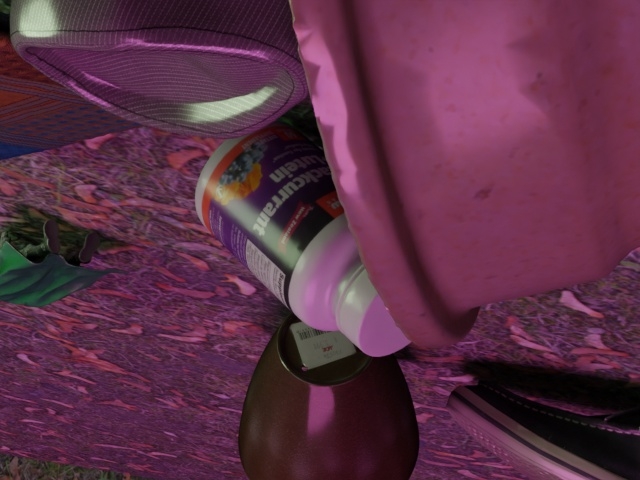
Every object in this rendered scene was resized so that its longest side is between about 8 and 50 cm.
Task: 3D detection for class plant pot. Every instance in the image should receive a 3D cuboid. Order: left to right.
[{"bbox_3d":[0.007,0.171,1.564,0.215,0.215,0.230,9,146,8],"label":"plant pot"},{"bbox_3d":[0.167,-0.145,0.417,0.306,0.333,0.334,-5,157,14],"label":"plant pot"}]

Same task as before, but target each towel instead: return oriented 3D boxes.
[{"bbox_3d":[-0.270,-0.109,1.049,0.370,0.040,0.271,-8,170,42],"label":"towel"}]

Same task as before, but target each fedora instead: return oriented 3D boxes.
[{"bbox_3d":[-0.074,-0.139,0.806,0.276,0.124,0.244,3,160,24],"label":"fedora"}]

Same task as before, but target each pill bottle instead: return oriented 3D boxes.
[{"bbox_3d":[0.000,0.000,1.053,0.193,0.108,0.108,42,180,36],"label":"pill bottle"}]

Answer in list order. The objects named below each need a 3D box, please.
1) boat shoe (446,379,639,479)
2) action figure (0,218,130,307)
[{"bbox_3d":[0.391,0.255,1.620,0.500,0.156,0.187,20,168,14],"label":"boat shoe"},{"bbox_3d":[-0.320,0.033,1.537,0.137,0.063,0.232,21,156,-28],"label":"action figure"}]
